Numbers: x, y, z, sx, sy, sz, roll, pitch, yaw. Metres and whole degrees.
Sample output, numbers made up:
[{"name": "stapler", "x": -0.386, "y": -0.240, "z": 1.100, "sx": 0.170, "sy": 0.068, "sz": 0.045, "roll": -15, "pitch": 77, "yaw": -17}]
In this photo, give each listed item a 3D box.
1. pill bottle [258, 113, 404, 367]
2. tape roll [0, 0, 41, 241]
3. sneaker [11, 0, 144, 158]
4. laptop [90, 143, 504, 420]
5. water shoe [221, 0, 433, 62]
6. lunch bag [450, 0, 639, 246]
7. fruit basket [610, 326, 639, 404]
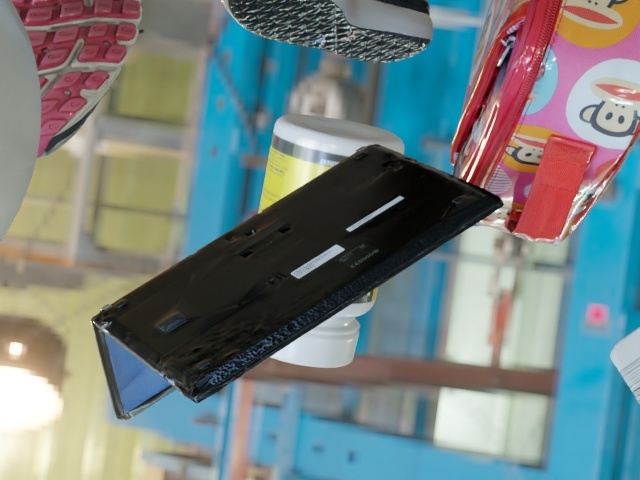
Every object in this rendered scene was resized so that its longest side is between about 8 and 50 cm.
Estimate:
[{"name": "pill bottle", "x": 0.000, "y": 0.000, "z": 1.766, "sx": 0.119, "sy": 0.208, "sz": 0.119, "roll": 10, "pitch": -168, "yaw": -2}, {"name": "tape roll", "x": -0.270, "y": -0.078, "z": 0.920, "sx": 0.246, "sy": 0.246, "sz": 0.169, "roll": 8, "pitch": 167, "yaw": 11}, {"name": "sneaker", "x": -0.171, "y": -0.148, "z": 1.272, "sx": 0.120, "sy": 0.112, "sz": 0.299, "roll": 6, "pitch": -140, "yaw": -3}, {"name": "laptop", "x": -0.018, "y": 0.051, "z": 1.318, "sx": 0.234, "sy": 0.137, "sz": 0.264, "roll": -33, "pitch": -153, "yaw": -17}, {"name": "water shoe", "x": -0.001, "y": -0.178, "z": 1.347, "sx": 0.073, "sy": 0.080, "sz": 0.203, "roll": -19, "pitch": 160, "yaw": 33}, {"name": "lunch bag", "x": 0.167, "y": -0.116, "z": 1.327, "sx": 0.120, "sy": 0.258, "sz": 0.293, "roll": 17, "pitch": 160, "yaw": 0}, {"name": "fruit basket", "x": 0.428, "y": 0.119, "z": 1.482, "sx": 0.165, "sy": 0.327, "sz": 0.353, "roll": 20, "pitch": -147, "yaw": -55}]
